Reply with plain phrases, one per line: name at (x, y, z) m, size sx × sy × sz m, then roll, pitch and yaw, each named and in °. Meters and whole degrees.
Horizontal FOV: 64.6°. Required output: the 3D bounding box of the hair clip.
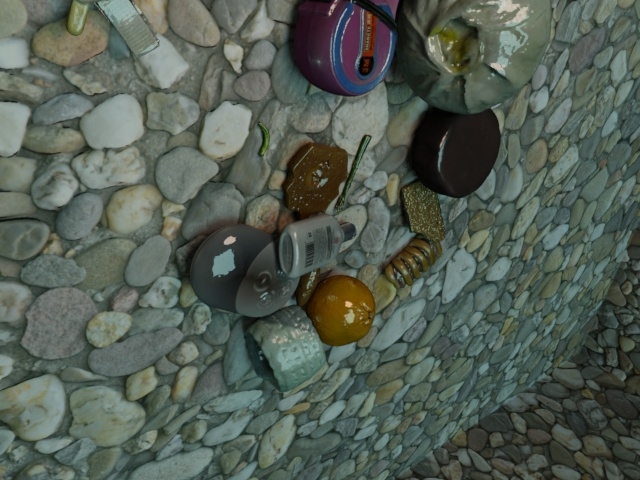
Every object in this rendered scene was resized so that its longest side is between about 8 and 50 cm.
hair clip at (-0.356, -0.399, 0.820) m, size 0.159 × 0.071 × 0.218 m, roll -39°, pitch 132°, yaw -8°

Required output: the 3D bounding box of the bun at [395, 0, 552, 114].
bun at (0.331, -0.455, 1.146) m, size 0.211 × 0.362 × 0.361 m, roll -61°, pitch 153°, yaw -46°

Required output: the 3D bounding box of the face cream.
face cream at (0.000, 0.000, 1.336) m, size 0.291 × 0.071 × 0.143 m, roll -22°, pitch 116°, yaw -52°

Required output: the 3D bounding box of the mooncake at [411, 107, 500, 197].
mooncake at (0.389, -0.269, 1.473) m, size 0.283 × 0.141 × 0.282 m, roll -16°, pitch 118°, yaw -33°

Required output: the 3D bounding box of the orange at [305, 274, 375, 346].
orange at (0.062, 0.210, 1.508) m, size 0.220 × 0.193 × 0.219 m, roll -9°, pitch 107°, yaw -29°

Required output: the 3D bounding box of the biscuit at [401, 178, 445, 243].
biscuit at (0.325, -0.083, 1.597) m, size 0.131 × 0.026 × 0.236 m, roll -28°, pitch 119°, yaw -20°

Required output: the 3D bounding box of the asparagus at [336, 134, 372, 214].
asparagus at (0.086, -0.177, 1.372) m, size 0.023 × 0.022 × 0.232 m, roll -63°, pitch 175°, yaw -74°

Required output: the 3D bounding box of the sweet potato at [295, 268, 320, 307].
sweet potato at (-0.030, 0.101, 1.447) m, size 0.205 × 0.060 × 0.068 m, roll -67°, pitch 172°, yaw 19°

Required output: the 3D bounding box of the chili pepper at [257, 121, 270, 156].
chili pepper at (-0.130, -0.231, 1.156) m, size 0.030 × 0.017 × 0.083 m, roll -12°, pitch 126°, yaw -32°

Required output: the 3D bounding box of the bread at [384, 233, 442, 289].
bread at (0.314, 0.075, 1.693) m, size 0.225 × 0.081 × 0.134 m, roll -44°, pitch 138°, yaw -12°

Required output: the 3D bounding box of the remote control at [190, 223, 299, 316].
remote control at (-0.178, 0.081, 1.270) m, size 0.332 × 0.104 × 0.221 m, roll 25°, pitch 91°, yaw -45°

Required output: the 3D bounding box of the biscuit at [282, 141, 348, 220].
biscuit at (-0.019, -0.143, 1.298) m, size 0.182 × 0.034 × 0.215 m, roll 3°, pitch 119°, yaw -40°

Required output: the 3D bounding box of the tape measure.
tape measure at (0.063, -0.434, 1.089) m, size 0.245 × 0.149 × 0.231 m, roll -19°, pitch 126°, yaw -39°

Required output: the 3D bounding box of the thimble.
thimble at (-0.101, 0.309, 1.420) m, size 0.172 × 0.205 × 0.250 m, roll -27°, pitch 138°, yaw -22°
